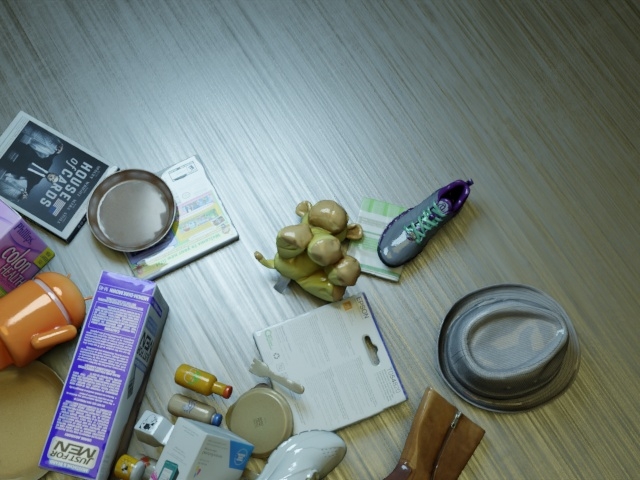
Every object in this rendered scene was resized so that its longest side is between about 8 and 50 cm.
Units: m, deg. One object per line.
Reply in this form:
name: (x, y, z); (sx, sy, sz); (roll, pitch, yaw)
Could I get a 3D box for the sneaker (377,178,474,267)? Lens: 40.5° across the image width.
sneaker: (0.196, -0.042, 1.633); (0.083, 0.098, 0.224); (45, 69, 4)

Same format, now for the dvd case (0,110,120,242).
dvd case: (-0.541, -0.127, 1.699); (0.239, 0.029, 0.179); (29, 75, 9)

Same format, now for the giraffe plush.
giraffe plush: (0.000, 0.000, 1.606); (0.181, 0.210, 0.170); (43, 56, -17)

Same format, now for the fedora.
fedora: (0.349, 0.184, 1.564); (0.276, 0.124, 0.243); (-7, 73, -3)

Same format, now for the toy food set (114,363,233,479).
toy food set: (-0.245, 0.337, 1.496); (0.105, 0.111, 0.232); (17, 48, 17)

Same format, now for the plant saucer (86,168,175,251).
plant saucer: (-0.359, -0.055, 1.654); (0.169, 0.029, 0.168); (0, 72, -1)

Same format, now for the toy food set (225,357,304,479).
toy food set: (-0.107, 0.321, 1.539); (0.132, 0.038, 0.192); (25, 86, 22)

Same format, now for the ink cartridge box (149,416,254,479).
ink cartridge box: (-0.221, 0.425, 1.448); (0.078, 0.134, 0.231); (19, 82, 39)

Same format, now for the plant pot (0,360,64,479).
plant pot: (-0.558, 0.327, 1.552); (0.236, 0.032, 0.236); (0, 71, -1)

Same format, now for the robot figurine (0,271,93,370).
robot figurine: (-0.513, 0.142, 1.550); (0.219, 0.158, 0.128); (-38, 100, -28)

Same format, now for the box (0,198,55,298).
box: (-0.626, 0.046, 1.545); (0.117, 0.213, 0.243); (38, 75, 11)

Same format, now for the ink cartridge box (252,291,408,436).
ink cartridge box: (0.017, 0.233, 1.584); (0.224, 0.045, 0.223); (-19, 75, -8)

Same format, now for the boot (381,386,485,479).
boot: (0.139, 0.379, 1.469); (0.264, 0.096, 0.280); (35, 74, -18)

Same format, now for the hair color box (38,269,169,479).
hair color box: (-0.365, 0.241, 1.502); (0.110, 0.185, 0.338); (15, 73, 2)

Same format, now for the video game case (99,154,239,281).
video game case: (-0.293, -0.042, 1.680); (0.212, 0.023, 0.193); (-26, 74, -10)

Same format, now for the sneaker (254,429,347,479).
sneaker: (-0.062, 0.431, 1.446); (0.297, 0.111, 0.129); (-33, 34, -27)

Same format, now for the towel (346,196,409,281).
towel: (0.116, -0.002, 1.677); (0.113, 0.023, 0.152); (16, 70, 2)
